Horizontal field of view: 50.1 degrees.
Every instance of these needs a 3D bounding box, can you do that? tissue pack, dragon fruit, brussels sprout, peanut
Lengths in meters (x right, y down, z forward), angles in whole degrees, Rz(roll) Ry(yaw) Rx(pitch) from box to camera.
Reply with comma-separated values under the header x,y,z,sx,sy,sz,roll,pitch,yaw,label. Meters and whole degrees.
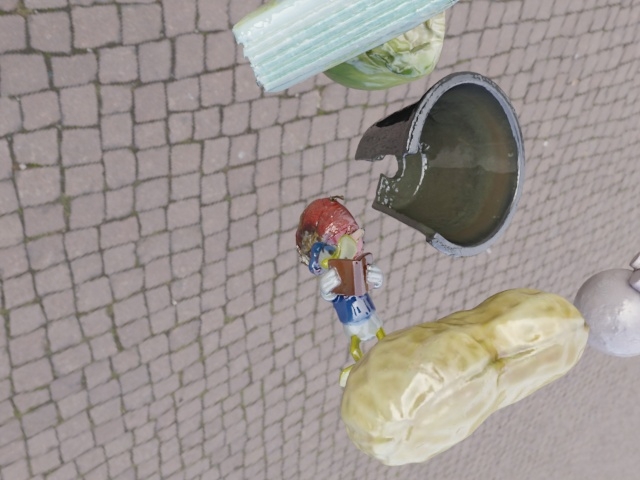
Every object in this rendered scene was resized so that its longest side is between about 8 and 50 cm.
x,y,z,sx,sy,sz,roll,pitch,yaw,label
0.055,-0.434,1.292,0.388,0.287,0.162,-23,106,14,tissue pack
0.000,0.003,1.899,0.148,0.218,0.224,-31,-178,-35,dragon fruit
0.121,-0.532,1.721,0.315,0.372,0.275,126,-23,-77,brussels sprout
0.162,0.140,0.753,0.306,0.147,0.147,-18,131,-26,peanut

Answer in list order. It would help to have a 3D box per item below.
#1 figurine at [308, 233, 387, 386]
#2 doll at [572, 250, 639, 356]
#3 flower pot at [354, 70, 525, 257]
x,y,z,sx,sy,sz,roll,pitch,yaw,label
0.048,0.113,1.565,0.205,0.338,0.283,-26,140,-9,figurine
0.533,0.075,1.042,0.151,0.150,0.287,6,147,-46,doll
0.243,-0.166,1.490,0.380,0.251,0.379,-4,96,-37,flower pot
